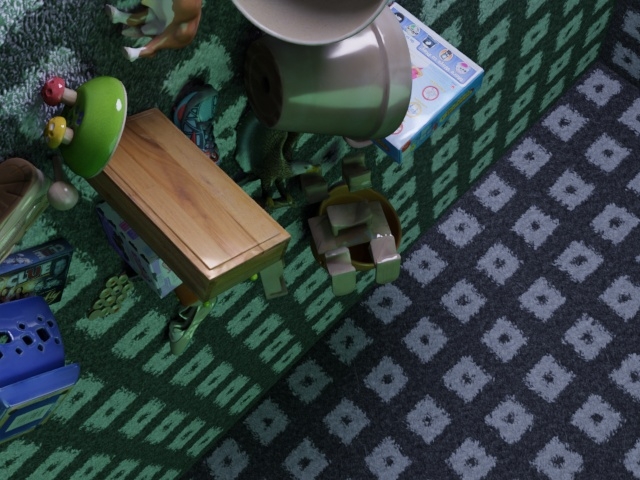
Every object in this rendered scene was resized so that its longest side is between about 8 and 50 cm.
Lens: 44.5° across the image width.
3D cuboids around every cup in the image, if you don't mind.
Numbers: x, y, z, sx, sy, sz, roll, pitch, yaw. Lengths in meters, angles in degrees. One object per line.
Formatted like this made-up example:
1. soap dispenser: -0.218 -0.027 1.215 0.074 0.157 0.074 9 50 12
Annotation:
1. cup: 0.001 -0.544 1.380 0.237 0.331 0.331 -65 180 -51

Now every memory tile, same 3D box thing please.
1. memory tile: -0.519 0.138 1.962 0.148 0.012 0.113 -56 158 23

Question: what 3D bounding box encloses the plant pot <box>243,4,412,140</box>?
1. plant pot: -0.003 -0.358 1.716 0.280 0.323 0.323 -16 147 -27

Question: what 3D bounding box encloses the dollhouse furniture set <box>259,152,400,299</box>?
1. dollhouse furniture set: 0.000 0.000 2.288 0.393 0.362 0.256 -15 153 -5

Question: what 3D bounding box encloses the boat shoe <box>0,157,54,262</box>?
1. boat shoe: -0.604 0.011 1.397 0.341 0.121 0.110 -47 159 -4

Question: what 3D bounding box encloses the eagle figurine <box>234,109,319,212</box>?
1. eagle figurine: -0.102 -0.219 1.957 0.226 0.225 0.299 -117 -151 -70

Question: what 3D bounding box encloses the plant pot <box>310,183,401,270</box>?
1. plant pot: 0.092 -0.015 2.571 0.290 0.291 0.203 -34 173 -33

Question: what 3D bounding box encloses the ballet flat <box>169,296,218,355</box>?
1. ballet flat: -0.399 0.236 2.315 0.248 0.086 0.086 -55 159 16

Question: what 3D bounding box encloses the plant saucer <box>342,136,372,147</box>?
1. plant saucer: 0.166 -0.417 2.209 0.332 0.084 0.332 -41 159 -19

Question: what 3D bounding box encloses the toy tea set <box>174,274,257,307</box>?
1. toy tea set: -0.239 0.083 1.864 0.200 0.124 0.336 -41 -165 -19

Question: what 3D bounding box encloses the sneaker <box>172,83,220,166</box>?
1. sneaker: -0.250 -0.214 1.684 0.104 0.125 0.262 -30 154 -41

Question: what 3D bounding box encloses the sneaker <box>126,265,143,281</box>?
1. sneaker: -0.376 0.010 1.861 0.283 0.124 0.107 -22 -178 40

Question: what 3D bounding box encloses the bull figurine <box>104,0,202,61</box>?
1. bull figurine: -0.254 -0.440 1.299 0.188 0.101 0.310 -28 151 -33

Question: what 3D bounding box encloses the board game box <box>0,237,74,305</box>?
1. board game box: -0.635 0.097 1.610 0.243 0.042 0.165 -24 150 -47

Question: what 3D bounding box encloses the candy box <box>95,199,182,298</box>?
1. candy box: -0.393 0.010 1.711 0.070 0.196 0.165 -39 158 -22

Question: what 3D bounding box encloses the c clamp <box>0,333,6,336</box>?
1. c clamp: -0.714 0.240 1.746 0.137 0.022 0.160 -56 159 22

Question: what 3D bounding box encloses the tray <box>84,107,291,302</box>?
1. tray: -0.269 -0.082 1.477 0.202 0.411 0.076 -29 153 -40

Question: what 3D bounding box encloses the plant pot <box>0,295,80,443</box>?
1. plant pot: -0.641 0.275 1.568 0.236 0.212 0.236 -48 163 27

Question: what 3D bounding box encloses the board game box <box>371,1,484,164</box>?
1. board game box: 0.194 -0.399 1.972 0.302 0.308 0.086 -43 161 -9

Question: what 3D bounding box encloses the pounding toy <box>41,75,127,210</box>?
1. pounding toy: -0.439 -0.189 1.346 0.110 0.183 0.237 17 120 -40
